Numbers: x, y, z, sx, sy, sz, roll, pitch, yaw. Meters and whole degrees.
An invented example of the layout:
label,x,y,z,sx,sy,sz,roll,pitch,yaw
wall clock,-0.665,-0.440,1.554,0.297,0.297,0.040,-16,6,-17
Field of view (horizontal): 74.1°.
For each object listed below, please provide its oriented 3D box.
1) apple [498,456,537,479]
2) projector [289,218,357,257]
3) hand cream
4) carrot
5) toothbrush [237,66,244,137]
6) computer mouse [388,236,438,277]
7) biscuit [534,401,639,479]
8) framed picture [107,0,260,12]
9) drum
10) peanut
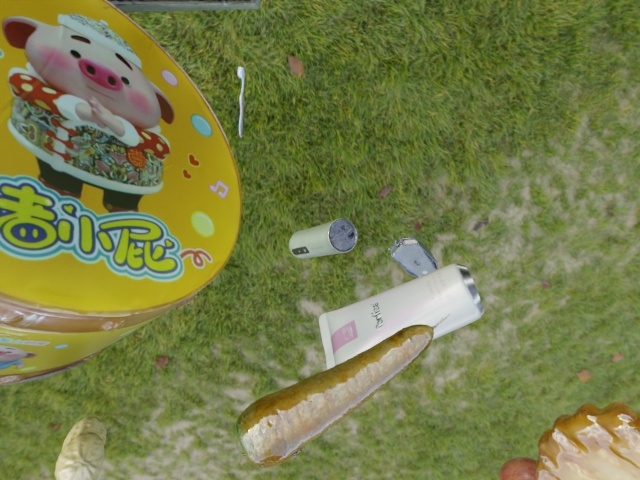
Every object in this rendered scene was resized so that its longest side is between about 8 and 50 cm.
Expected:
label,x,y,z,sx,sy,sz,roll,pitch,yaw
apple,0.534,0.651,1.110,0.119,0.153,0.154,-1,123,10
projector,0.000,0.000,1.428,0.108,0.337,0.108,3,83,-25
hand cream,0.157,0.168,0.898,0.358,0.186,0.118,-27,137,16
carrot,0.039,0.172,0.516,0.298,0.078,0.078,-28,122,-10
toothbrush,-0.221,-0.380,1.177,0.019,0.013,0.193,19,123,19
computer mouse,0.346,0.053,1.551,0.126,0.071,0.231,-28,125,35
biscuit,0.525,0.417,0.685,0.107,0.325,0.326,-11,129,-41
framed picture,-0.187,-0.416,0.535,0.335,0.022,0.247,-28,156,-39
drum,-0.306,-0.075,0.457,0.214,0.431,0.431,-28,122,29
peanut,-0.445,0.393,0.796,0.082,0.187,0.082,0,90,-24
